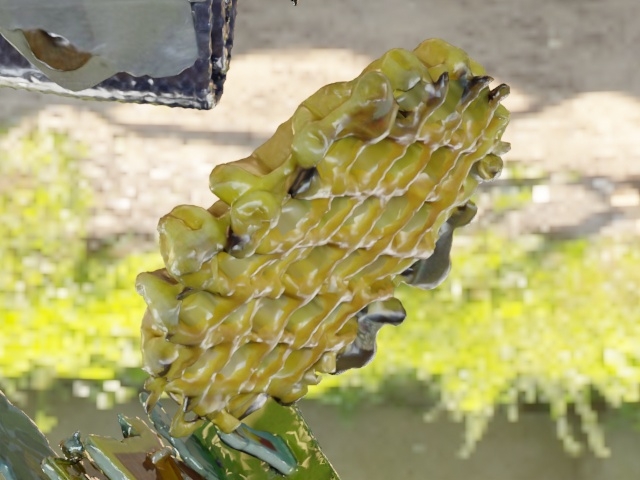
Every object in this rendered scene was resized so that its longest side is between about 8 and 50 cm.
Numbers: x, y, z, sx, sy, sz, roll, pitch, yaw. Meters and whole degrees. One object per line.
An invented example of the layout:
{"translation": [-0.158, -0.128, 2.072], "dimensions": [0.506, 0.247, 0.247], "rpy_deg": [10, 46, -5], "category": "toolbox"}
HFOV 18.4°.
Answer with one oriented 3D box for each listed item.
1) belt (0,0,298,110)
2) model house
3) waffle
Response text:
{"translation": [-0.065, -0.158, 0.677], "dimensions": [0.126, 0.230, 0.139], "rpy_deg": [6, -156, 2], "category": "belt"}
{"translation": [-0.130, 0.192, 1.410], "dimensions": [0.242, 0.357, 0.313], "rpy_deg": [-37, 134, 5], "category": "model house"}
{"translation": [0.000, 0.005, 1.226], "dimensions": [0.329, 0.062, 0.329], "rpy_deg": [-38, 158, -18], "category": "waffle"}
